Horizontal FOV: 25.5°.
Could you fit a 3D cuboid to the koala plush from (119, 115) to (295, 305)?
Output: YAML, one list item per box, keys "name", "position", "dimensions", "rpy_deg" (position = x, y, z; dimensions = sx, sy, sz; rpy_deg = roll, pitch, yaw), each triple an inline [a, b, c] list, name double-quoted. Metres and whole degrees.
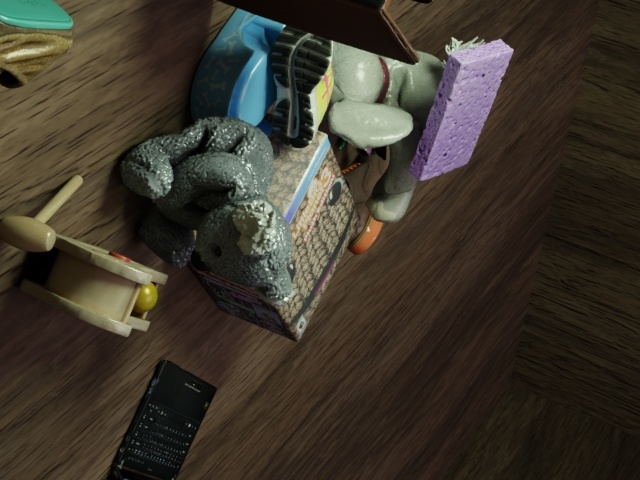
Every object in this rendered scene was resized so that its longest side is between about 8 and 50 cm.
- name: "koala plush"
  position: [-0.110, -0.029, 1.792]
  dimensions: [0.203, 0.221, 0.196]
  rpy_deg: [-30, 146, -14]

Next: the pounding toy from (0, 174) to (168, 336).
- name: "pounding toy"
  position: [-0.250, 0.021, 1.668]
  dimensions: [0.155, 0.154, 0.269]
  rpy_deg: [-68, 160, -2]

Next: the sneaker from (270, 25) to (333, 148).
- name: "sneaker"
  position: [-0.018, -0.233, 1.922]
  dimensions: [0.094, 0.081, 0.209]
  rpy_deg: [-56, 164, -49]

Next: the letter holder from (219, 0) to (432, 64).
- name: "letter holder"
  position: [-0.006, -0.346, 1.710]
  dimensions: [0.152, 0.301, 0.214]
  rpy_deg: [-67, 160, -6]

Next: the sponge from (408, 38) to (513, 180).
- name: "sponge"
  position: [0.202, -0.188, 2.055]
  dimensions: [0.117, 0.031, 0.210]
  rpy_deg: [-22, 143, -41]

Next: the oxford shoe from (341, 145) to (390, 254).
- name: "oxford shoe"
  position: [0.070, -0.105, 2.447]
  dimensions: [0.097, 0.098, 0.271]
  rpy_deg: [-38, -154, 41]

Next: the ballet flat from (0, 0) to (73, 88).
- name: "ballet flat"
  position: [-0.352, -0.191, 1.301]
  dimensions: [0.124, 0.116, 0.342]
  rpy_deg: [-52, 167, 12]

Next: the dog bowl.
- name: "dog bowl"
  position: [-0.080, -0.255, 1.944]
  dimensions: [0.297, 0.074, 0.166]
  rpy_deg: [-58, 157, -26]

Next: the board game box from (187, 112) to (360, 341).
- name: "board game box"
  position: [-0.072, -0.019, 2.097]
  dimensions: [0.232, 0.141, 0.291]
  rpy_deg: [-63, 159, -16]

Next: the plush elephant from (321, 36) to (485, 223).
- name: "plush elephant"
  position: [0.061, -0.214, 2.136]
  dimensions: [0.330, 0.255, 0.272]
  rpy_deg: [-44, -133, 46]

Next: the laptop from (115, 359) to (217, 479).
- name: "laptop"
  position: [-0.200, 0.344, 2.138]
  dimensions: [0.264, 0.136, 0.234]
  rpy_deg: [-65, 160, -9]

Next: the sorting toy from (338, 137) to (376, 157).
- name: "sorting toy"
  position: [0.058, -0.169, 2.402]
  dimensions: [0.042, 0.061, 0.102]
  rpy_deg: [-59, 135, -24]
